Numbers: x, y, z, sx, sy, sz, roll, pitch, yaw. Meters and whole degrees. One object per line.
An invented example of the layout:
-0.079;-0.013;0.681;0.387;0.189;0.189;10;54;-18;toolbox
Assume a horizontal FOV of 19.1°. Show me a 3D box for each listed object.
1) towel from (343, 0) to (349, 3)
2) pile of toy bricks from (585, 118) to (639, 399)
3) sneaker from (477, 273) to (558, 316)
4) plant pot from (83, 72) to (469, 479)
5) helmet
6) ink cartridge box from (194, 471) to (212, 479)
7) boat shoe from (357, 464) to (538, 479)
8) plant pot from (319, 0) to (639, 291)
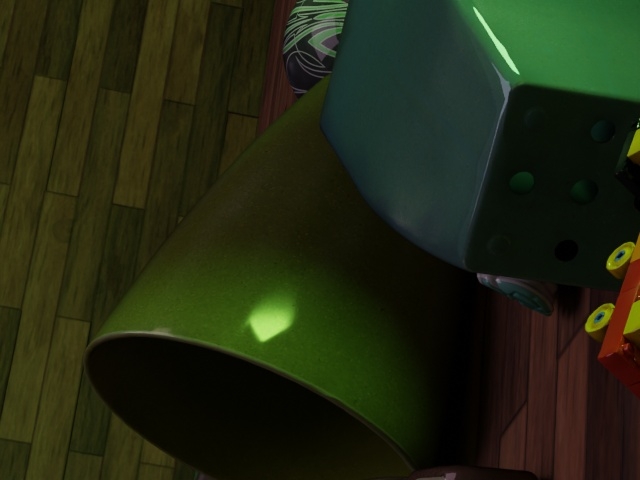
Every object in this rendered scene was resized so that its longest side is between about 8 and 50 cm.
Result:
0.032;-0.231;1.259;0.037;0.329;0.237;-60;-2;-23;towel
0.182;-0.020;0.699;0.105;0.118;0.212;-28;28;45;pile of toy bricks
0.131;-0.003;1.210;0.076;0.065;0.166;-62;12;4;sneaker
0.006;0.024;1.458;0.275;0.275;0.293;116;179;-64;plant pot
0.050;-0.161;1.597;0.169;0.162;0.169;-169;90;-83;helmet
-0.032;0.141;1.840;0.087;0.153;0.208;111;166;-53;ink cartridge box
0.067;0.201;1.226;0.257;0.095;0.095;131;143;-75;boat shoe
0.113;-0.076;1.033;0.234;0.165;0.165;-110;30;-62;plant pot
